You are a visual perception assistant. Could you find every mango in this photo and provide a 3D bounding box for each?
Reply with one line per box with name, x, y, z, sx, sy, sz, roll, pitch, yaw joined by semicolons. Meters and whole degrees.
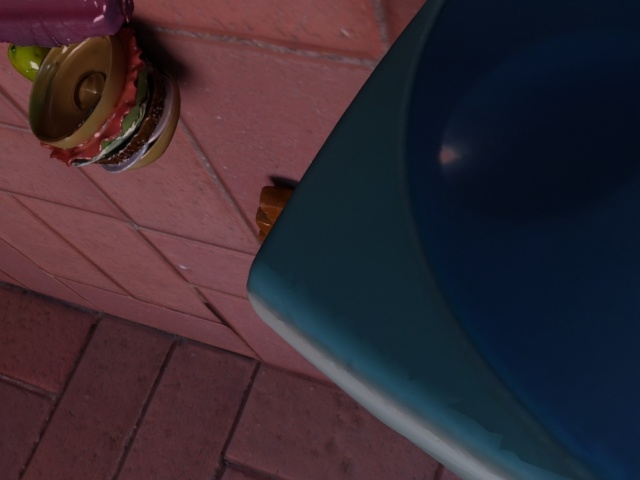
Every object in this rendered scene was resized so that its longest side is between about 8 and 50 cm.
mango;-0.348;-0.221;0.907;0.073;0.056;0.108;15;162;31

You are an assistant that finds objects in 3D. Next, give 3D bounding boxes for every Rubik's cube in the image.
Rubik's cube;0.212;0.029;0.485;0.351;0.352;0.347;23;164;47

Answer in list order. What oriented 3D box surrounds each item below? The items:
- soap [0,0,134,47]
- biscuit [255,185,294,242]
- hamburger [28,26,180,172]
soap;-0.275;-0.272;0.636;0.289;0.112;0.182;9;157;28
biscuit;0.000;0.000;1.144;0.283;0.043;0.306;28;160;-20
hamburger;-0.244;-0.156;0.835;0.175;0.175;0.137;5;167;35
